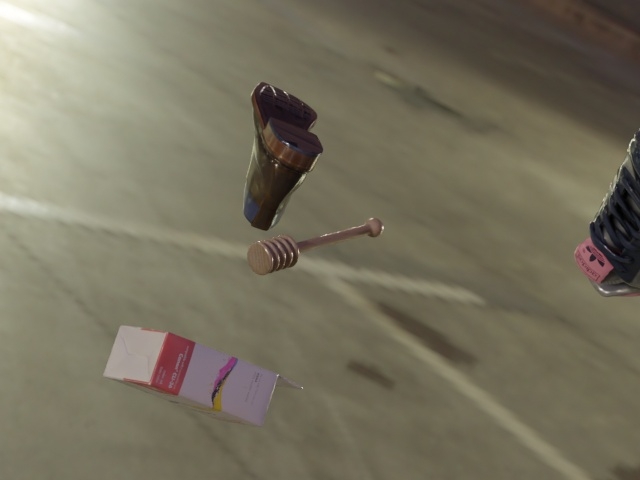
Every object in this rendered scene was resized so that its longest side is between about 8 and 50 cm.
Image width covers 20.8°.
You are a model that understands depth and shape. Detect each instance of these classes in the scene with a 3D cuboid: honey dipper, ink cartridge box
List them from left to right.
[{"bbox_3d":[-0.132,0.162,1.996,0.198,0.067,0.115,24,-12,-32],"label":"ink cartridge box"},{"bbox_3d":[0.000,0.000,1.558,0.030,0.030,0.161,34,33,31],"label":"honey dipper"}]

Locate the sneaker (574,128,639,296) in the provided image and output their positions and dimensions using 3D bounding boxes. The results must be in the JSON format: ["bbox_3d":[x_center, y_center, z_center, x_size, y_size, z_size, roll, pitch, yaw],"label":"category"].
[{"bbox_3d":[0.286,-0.009,1.540,0.112,0.131,0.319,61,6,21],"label":"sneaker"}]

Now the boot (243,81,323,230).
[{"bbox_3d":[-0.056,-0.096,1.892,0.082,0.106,0.219,23,19,-13],"label":"boot"}]
